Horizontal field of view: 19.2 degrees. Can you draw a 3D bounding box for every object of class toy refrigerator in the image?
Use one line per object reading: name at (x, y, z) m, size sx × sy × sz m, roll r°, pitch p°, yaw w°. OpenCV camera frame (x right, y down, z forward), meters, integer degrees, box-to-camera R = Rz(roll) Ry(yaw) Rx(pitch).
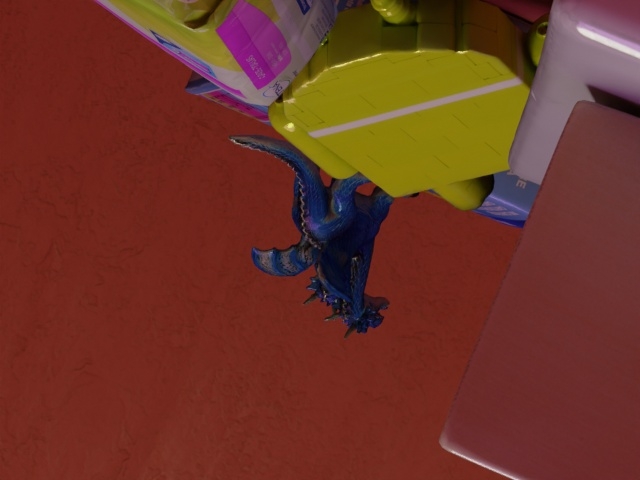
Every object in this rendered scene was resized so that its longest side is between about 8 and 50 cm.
toy refrigerator at (0.179, 0.061, 0.502) m, size 0.269 × 0.102 × 0.094 m, roll 21°, pitch 179°, yaw 16°

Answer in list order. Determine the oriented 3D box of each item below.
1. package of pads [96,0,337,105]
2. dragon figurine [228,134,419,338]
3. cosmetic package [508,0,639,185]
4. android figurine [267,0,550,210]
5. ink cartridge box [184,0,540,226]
package of pads at (-0.138, -0.207, 1.079) m, size 0.296 × 0.101 × 0.229 m, roll 35°, pitch 178°, yaw 9°
dragon figurine at (0.000, 0.000, 1.588) m, size 0.085 × 0.144 × 0.289 m, roll 23°, pitch 180°, yaw 25°
cosmetic package at (0.200, -0.070, 0.643) m, size 0.230 × 0.161 × 0.453 m, roll 22°, pitch 180°, yaw 4°
android figurine at (0.081, -0.100, 1.327) m, size 0.248 × 0.056 × 0.273 m, roll -14°, pitch 151°, yaw 30°
ink cartridge box at (0.102, -0.118, 1.591) m, size 0.395 × 0.151 × 0.270 m, roll 21°, pitch 180°, yaw -9°
